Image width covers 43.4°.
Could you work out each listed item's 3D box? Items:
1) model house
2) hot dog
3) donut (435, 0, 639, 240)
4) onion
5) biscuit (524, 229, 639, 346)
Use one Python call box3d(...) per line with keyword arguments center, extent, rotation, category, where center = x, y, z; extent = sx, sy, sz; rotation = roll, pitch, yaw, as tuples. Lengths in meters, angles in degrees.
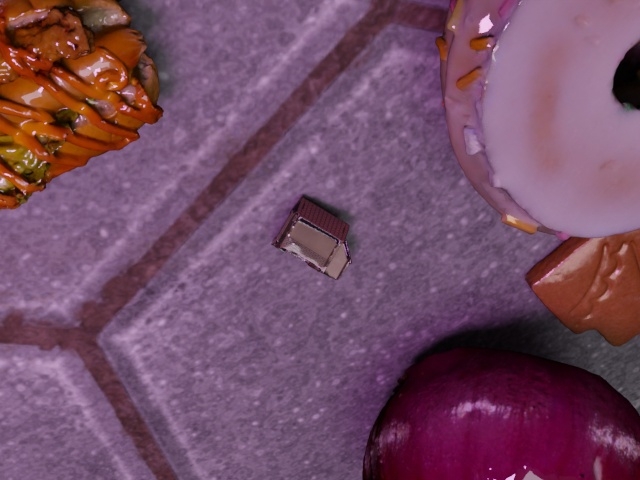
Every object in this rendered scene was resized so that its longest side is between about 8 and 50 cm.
box3d(center=(0.000, 0.000, 0.827), extent=(0.083, 0.057, 0.058), rotation=(29, 86, -12), category="model house")
box3d(center=(-0.293, -0.080, 0.631), extent=(0.348, 0.117, 0.158), rotation=(-23, 129, -1), category="hot dog")
box3d(center=(0.275, -0.179, 0.721), extent=(0.382, 0.142, 0.383), rotation=(-9, 126, -12), category="donut")
box3d(center=(0.205, 0.320, 0.899), extent=(0.347, 0.385, 0.348), rotation=(8, 139, 7), category="onion")
box3d(center=(0.395, 0.040, 0.979), extent=(0.306, 0.043, 0.284), rotation=(-7, 126, -13), category="biscuit")
